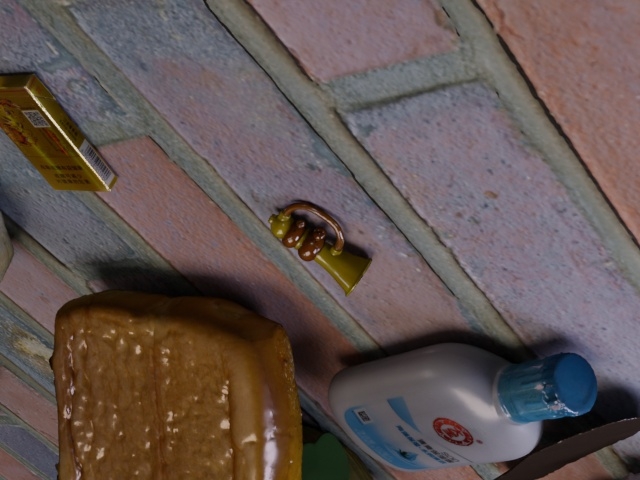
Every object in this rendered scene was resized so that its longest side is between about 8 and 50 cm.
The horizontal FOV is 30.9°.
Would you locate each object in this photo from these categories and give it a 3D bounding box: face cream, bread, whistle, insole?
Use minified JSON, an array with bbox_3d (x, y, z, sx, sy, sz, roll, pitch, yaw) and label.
[{"bbox_3d":[0.152,0.176,1.237,0.163,0.080,0.337,44,146,-17],"label":"face cream"},{"bbox_3d":[-0.156,0.223,1.369,0.328,0.148,0.337,0,98,30],"label":"bread"},{"bbox_3d":[-0.001,0.005,1.131,0.109,0.046,0.057,37,163,-7],"label":"whistle"},{"bbox_3d":[0.261,0.238,1.271,0.111,0.007,0.328,-5,158,-17],"label":"insole"}]

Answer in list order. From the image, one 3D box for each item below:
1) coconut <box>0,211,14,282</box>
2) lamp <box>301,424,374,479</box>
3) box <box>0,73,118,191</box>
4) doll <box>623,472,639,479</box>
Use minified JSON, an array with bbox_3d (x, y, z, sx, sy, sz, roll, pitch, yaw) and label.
[{"bbox_3d":[-0.485,0.014,1.357,0.222,0.202,0.202,27,150,-9],"label":"coconut"},{"bbox_3d":[-0.058,0.370,1.502,0.250,0.284,0.250,37,140,40],"label":"lamp"},{"bbox_3d":[-0.282,-0.108,1.184,0.089,0.022,0.156,0,141,35],"label":"box"},{"bbox_3d":[0.350,0.301,1.288,0.129,0.081,0.207,-1,160,-17],"label":"doll"}]
